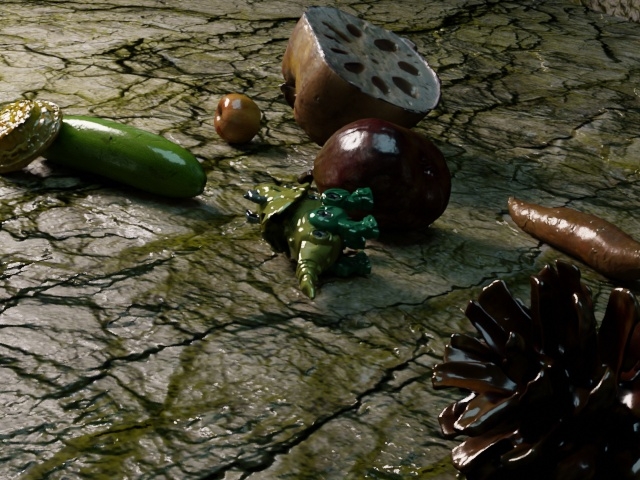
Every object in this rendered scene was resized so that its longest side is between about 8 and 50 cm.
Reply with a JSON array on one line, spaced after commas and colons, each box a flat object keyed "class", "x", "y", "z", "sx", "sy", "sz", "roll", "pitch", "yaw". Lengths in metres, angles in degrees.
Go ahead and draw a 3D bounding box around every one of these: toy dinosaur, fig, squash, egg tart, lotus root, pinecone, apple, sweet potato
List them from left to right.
[{"class": "egg tart", "x": -0.416, "y": -0.149, "z": 1.601, "sx": 0.130, "sy": 0.052, "sz": 0.130, "roll": -19, "pitch": 45, "yaw": 20}, {"class": "squash", "x": -0.282, "y": -0.121, "z": 1.603, "sx": 0.292, "sy": 0.082, "sz": 0.082, "roll": 18, "pitch": 23, "yaw": 26}, {"class": "apple", "x": -0.130, "y": -0.193, "z": 1.845, "sx": 0.071, "sy": 0.084, "sz": 0.084, "roll": 9, "pitch": 19, "yaw": -19}, {"class": "toy dinosaur", "x": 0.000, "y": 0.000, "z": 1.380, "sx": 0.153, "sy": 0.094, "sz": 0.259, "roll": 0, "pitch": 30, "yaw": -14}, {"class": "lotus root", "x": 0.043, "y": -0.239, "z": 1.851, "sx": 0.272, "sy": 0.192, "sz": 0.272, "roll": 28, "pitch": 36, "yaw": -23}, {"class": "fig", "x": 0.052, "y": -0.092, "z": 1.583, "sx": 0.170, "sy": 0.145, "sz": 0.274, "roll": 14, "pitch": -5, "yaw": -37}, {"class": "pinecone", "x": 0.205, "y": 0.123, "z": 0.972, "sx": 0.229, "sy": 0.201, "sz": 0.202, "roll": -39, "pitch": 14, "yaw": -23}, {"class": "sweet potato", "x": 0.353, "y": -0.004, "z": 1.532, "sx": 0.072, "sy": 0.066, "sz": 0.314, "roll": 3, "pitch": 17, "yaw": -31}]
